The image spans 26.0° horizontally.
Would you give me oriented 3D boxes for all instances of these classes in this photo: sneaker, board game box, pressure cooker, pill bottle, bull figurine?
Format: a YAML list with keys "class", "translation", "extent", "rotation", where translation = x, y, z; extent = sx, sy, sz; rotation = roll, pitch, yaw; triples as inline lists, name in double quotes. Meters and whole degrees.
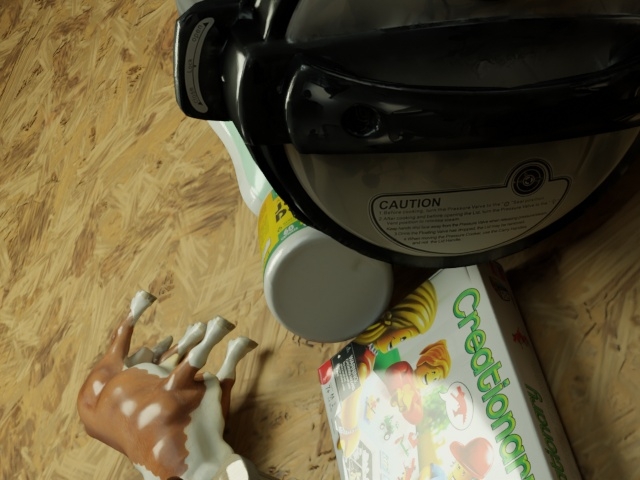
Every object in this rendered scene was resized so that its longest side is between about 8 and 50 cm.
- class: "sneaker"
  translation: [-0.042, -0.149, 1.519]
  extent: [0.151, 0.094, 0.256]
  rotation: [-49, 45, 24]
- class: "board game box"
  translation: [0.103, 0.171, 1.127]
  extent: [0.193, 0.053, 0.305]
  rotation: [-41, 38, 23]
- class: "pressure cooker"
  translation: [0.078, -0.184, 1.134]
  extent: [0.370, 0.375, 0.420]
  rotation: [-43, 33, 8]
- class: "pill bottle"
  translation: [0.000, 0.000, 1.314]
  extent: [0.117, 0.117, 0.208]
  rotation: [-48, 20, 16]
- class: "bull figurine"
  translation: [-0.151, 0.166, 1.415]
  extent: [0.310, 0.101, 0.188]
  rotation: [15, 73, 53]

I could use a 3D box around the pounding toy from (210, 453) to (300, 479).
- class: "pounding toy"
  translation: [-0.107, 0.253, 1.146]
  extent: [0.269, 0.155, 0.154]
  rotation: [-21, 49, 49]
